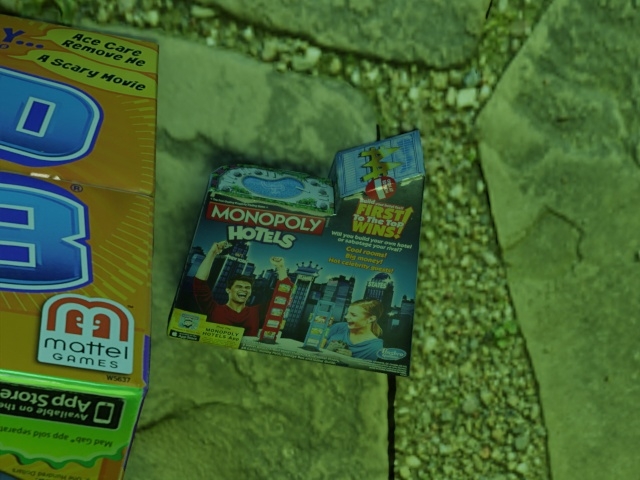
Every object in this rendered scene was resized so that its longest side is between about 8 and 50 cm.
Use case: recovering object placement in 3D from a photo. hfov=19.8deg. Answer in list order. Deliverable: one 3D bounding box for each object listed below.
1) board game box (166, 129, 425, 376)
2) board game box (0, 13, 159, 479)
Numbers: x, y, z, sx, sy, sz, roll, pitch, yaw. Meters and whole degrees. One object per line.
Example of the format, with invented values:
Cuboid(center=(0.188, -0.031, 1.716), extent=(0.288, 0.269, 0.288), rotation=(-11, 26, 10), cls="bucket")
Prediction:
Cuboid(center=(0.000, 0.000, 1.360), extent=(0.194, 0.060, 0.194), rotation=(11, 127, -12), cls="board game box")
Cuboid(center=(-0.317, 0.076, 1.209), extent=(0.357, 0.356, 0.356), rotation=(9, 128, -12), cls="board game box")
